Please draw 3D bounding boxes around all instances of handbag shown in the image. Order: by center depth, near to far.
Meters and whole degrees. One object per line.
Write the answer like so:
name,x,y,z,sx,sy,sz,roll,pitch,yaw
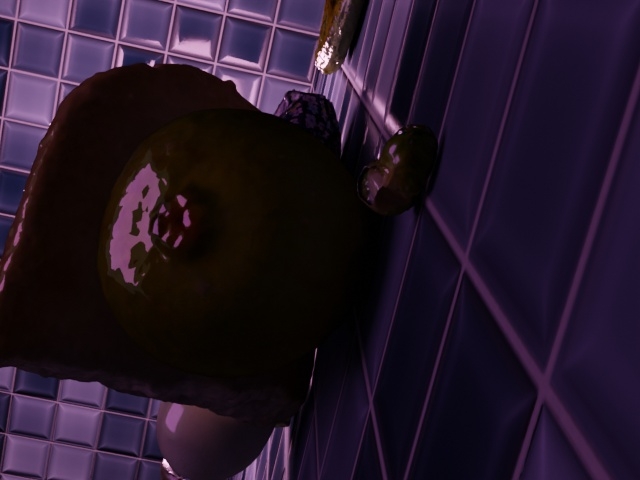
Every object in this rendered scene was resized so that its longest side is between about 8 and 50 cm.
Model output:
handbag,-0.039,-0.097,1.390,0.207,0.127,0.228,-79,2,-46

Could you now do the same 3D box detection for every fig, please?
fig,-0.076,0.010,0.912,0.326,0.258,0.258,50,-129,-80

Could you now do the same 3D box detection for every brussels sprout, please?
brussels sprout,0.055,-0.047,0.667,0.083,0.046,0.050,113,161,-64

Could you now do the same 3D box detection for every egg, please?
egg,-0.128,0.221,1.228,0.209,0.151,0.151,-55,-4,-21

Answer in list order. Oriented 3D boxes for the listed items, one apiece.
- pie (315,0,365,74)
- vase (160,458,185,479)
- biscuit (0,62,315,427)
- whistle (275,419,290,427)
pie,0.048,-0.461,1.654,0.323,0.071,0.323,-168,90,-84
vase,-0.184,0.504,1.298,0.329,0.241,0.302,66,-139,-57
biscuit,-0.148,0.002,1.099,0.104,0.429,0.446,-17,54,46
whistle,-0.050,0.141,1.340,0.126,0.067,0.257,121,158,-72
